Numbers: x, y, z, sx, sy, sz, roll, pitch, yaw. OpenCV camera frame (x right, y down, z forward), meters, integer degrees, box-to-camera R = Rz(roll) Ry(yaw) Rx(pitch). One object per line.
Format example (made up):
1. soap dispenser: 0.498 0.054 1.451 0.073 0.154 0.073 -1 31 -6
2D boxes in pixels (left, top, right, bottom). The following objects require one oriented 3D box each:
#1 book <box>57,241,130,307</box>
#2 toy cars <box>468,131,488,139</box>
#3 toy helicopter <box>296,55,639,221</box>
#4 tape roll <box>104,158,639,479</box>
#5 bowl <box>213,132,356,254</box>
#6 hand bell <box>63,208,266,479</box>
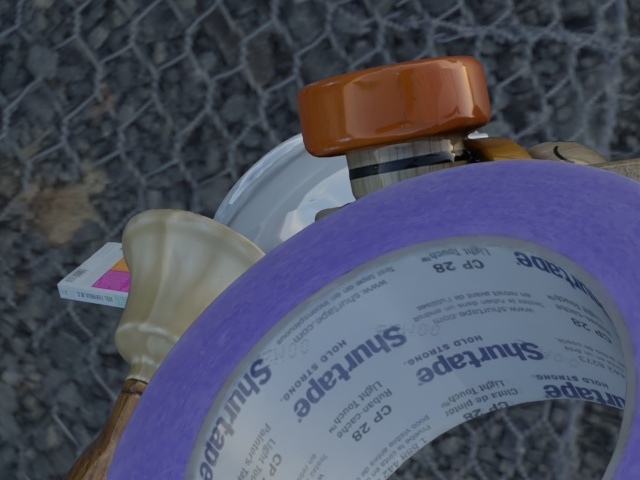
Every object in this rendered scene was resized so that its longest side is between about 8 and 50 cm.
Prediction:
1. book: -0.213 0.041 1.659 0.096 0.144 0.035 -43 131 -45
2. toy cars: 0.147 -0.004 1.762 0.176 0.087 0.394 -34 140 -4
3. toy helicopter: 0.114 -0.018 0.757 0.235 0.355 0.140 -11 90 -1
4. tape roll: 0.037 0.073 0.402 0.189 0.189 0.080 -46 129 -13
5. bowl: 0.000 0.000 1.254 0.298 0.298 0.134 -39 73 -15
6. hand bell: -0.125 0.109 0.972 0.126 0.126 0.242 36 55 -16
